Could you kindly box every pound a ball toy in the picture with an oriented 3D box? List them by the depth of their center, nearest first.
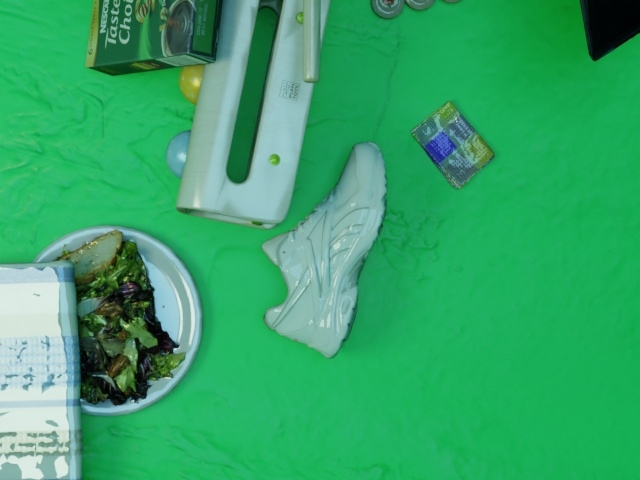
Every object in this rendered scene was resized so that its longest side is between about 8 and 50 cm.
[{"bbox_3d":[-0.070,-0.181,1.257,0.135,0.208,0.319,11,87,-5],"label":"pound a ball toy"}]

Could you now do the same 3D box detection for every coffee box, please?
[{"bbox_3d":[-0.168,-0.229,1.270,0.040,0.184,0.113,10,86,-42],"label":"coffee box"}]

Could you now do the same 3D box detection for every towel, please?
[{"bbox_3d":[-0.343,0.161,1.284,0.209,0.034,0.285,-4,88,6],"label":"towel"},{"bbox_3d":[0.146,-0.104,1.374,0.060,0.009,0.083,-39,92,-5],"label":"towel"}]

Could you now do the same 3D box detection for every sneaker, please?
[{"bbox_3d":[0.000,0.000,1.318,0.115,0.090,0.232,17,85,-1],"label":"sneaker"}]

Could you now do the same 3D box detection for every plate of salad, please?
[{"bbox_3d":[-0.222,0.083,1.310,0.199,0.048,0.200,0,87,-6],"label":"plate of salad"}]

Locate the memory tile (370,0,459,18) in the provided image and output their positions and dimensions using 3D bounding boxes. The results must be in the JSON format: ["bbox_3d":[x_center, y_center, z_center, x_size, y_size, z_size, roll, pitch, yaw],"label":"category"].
[{"bbox_3d":[0.115,-0.310,1.379,0.148,0.012,0.113,-16,89,-7],"label":"memory tile"}]

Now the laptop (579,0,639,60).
[{"bbox_3d":[0.259,-0.447,1.300,0.408,0.236,0.382,39,48,21],"label":"laptop"}]
